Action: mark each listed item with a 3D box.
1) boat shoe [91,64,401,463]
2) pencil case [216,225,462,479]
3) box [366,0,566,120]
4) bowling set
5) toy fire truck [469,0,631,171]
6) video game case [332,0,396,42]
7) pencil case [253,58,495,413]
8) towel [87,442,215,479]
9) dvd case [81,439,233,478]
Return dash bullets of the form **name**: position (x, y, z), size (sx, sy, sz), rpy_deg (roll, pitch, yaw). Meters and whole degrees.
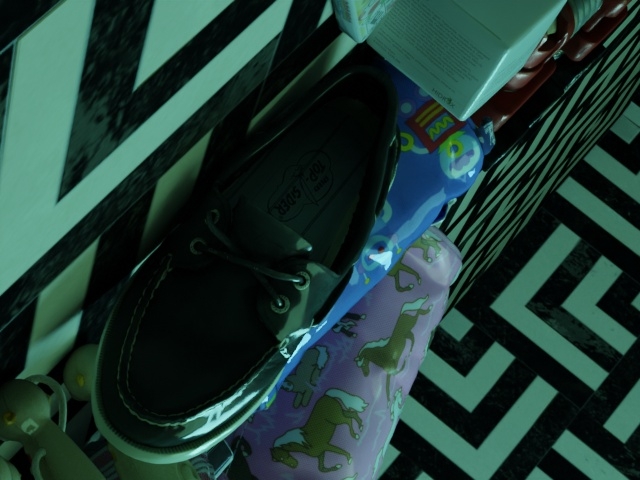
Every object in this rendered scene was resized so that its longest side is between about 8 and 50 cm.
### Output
- **boat shoe**: position (-0.037, 0.002, 1.281), size (0.340, 0.127, 0.113), rpy_deg (-47, 170, -35)
- **pencil case**: position (-0.015, 0.144, 1.579), size (0.167, 0.160, 0.386), rpy_deg (85, 27, -77)
- **box**: position (0.110, -0.167, 1.417), size (0.101, 0.102, 0.087), rpy_deg (-42, 170, -43)
- **bowling set**: position (-0.213, 0.190, 1.223), size (0.200, 0.154, 0.287), rpy_deg (-34, 177, 14)
- **toy fire truck**: position (0.184, -0.212, 1.562), size (0.217, 0.158, 0.246), rpy_deg (-43, 179, -40)
- **video game case**: position (0.083, -0.242, 1.215), size (0.227, 0.026, 0.206), rpy_deg (-50, 171, -4)
- **pencil case**: position (0.000, 0.000, 1.457), size (0.306, 0.133, 0.119), rpy_deg (-48, -156, -18)
- **towel**: position (-0.153, 0.185, 1.426), size (0.144, 0.029, 0.197), rpy_deg (-31, -162, -3)
- **dvd case**: position (-0.196, 0.236, 1.456), size (0.179, 0.030, 0.238), rpy_deg (-9, -152, 48)
